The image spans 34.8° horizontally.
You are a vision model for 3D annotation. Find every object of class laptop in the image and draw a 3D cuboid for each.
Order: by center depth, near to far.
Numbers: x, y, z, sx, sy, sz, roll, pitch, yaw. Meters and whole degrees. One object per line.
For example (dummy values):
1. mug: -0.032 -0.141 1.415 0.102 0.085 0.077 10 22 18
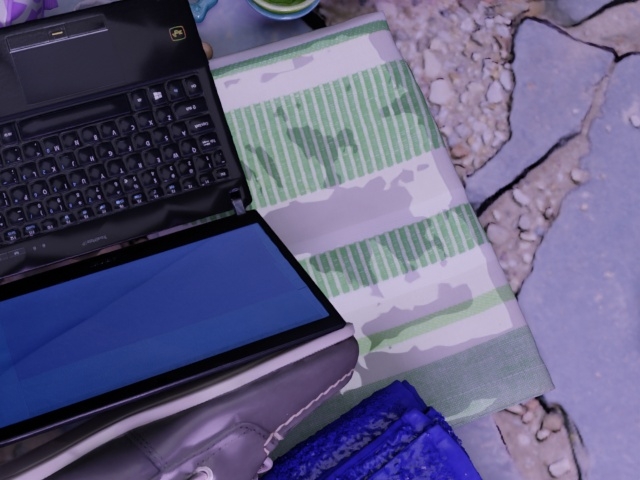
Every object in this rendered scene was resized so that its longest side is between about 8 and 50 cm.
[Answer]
1. laptop: -0.147 -0.032 0.645 0.234 0.136 0.264 -17 89 -18

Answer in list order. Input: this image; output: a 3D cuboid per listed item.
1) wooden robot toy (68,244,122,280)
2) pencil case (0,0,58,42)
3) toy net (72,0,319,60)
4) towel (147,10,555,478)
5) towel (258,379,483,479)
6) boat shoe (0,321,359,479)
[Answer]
1. wooden robot toy: -0.176 0.081 0.706 0.076 0.079 0.173 -8 44 24
2. pencil case: -0.301 -0.175 0.747 0.206 0.086 0.088 7 43 1
3. toy net: -0.116 -0.193 0.799 0.232 0.045 0.122 -23 77 -12
4. towel: 0.000 0.000 0.756 0.247 0.038 0.325 -19 76 -12
5. towel: -0.006 0.260 0.638 0.308 0.076 0.228 -32 87 -12
6. boat shoe: -0.116 0.152 0.627 0.335 0.112 0.095 -23 94 -18
